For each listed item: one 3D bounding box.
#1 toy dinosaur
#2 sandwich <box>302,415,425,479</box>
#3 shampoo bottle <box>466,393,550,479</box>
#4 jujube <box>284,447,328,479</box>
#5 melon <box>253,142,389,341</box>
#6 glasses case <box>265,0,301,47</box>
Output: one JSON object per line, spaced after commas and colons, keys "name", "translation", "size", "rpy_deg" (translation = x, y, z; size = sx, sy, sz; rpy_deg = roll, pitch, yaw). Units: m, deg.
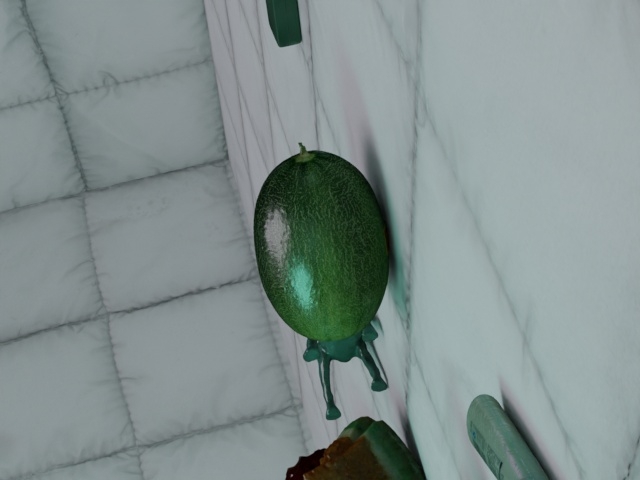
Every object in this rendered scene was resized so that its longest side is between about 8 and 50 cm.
{"name": "toy dinosaur", "translation": [0.023, 0.090, 2.138], "size": [0.383, 0.130, 0.330], "rpy_deg": [85, 178, -46]}
{"name": "sandwich", "translation": [0.072, 0.396, 1.924], "size": [0.109, 0.212, 0.292], "rpy_deg": [123, 148, -61]}
{"name": "shampoo bottle", "translation": [0.185, 0.215, 1.223], "size": [0.190, 0.041, 0.069], "rpy_deg": [-122, 25, -68]}
{"name": "jujube", "translation": [0.032, 0.507, 2.296], "size": [0.377, 0.259, 0.258], "rpy_deg": [-145, 41, -73]}
{"name": "melon", "translation": [0.000, 0.000, 1.720], "size": [0.182, 0.182, 0.287], "rpy_deg": [-116, 16, -60]}
{"name": "glasses case", "translation": [-0.065, -0.398, 2.030], "size": [0.184, 0.039, 0.077], "rpy_deg": [83, 170, -45]}
